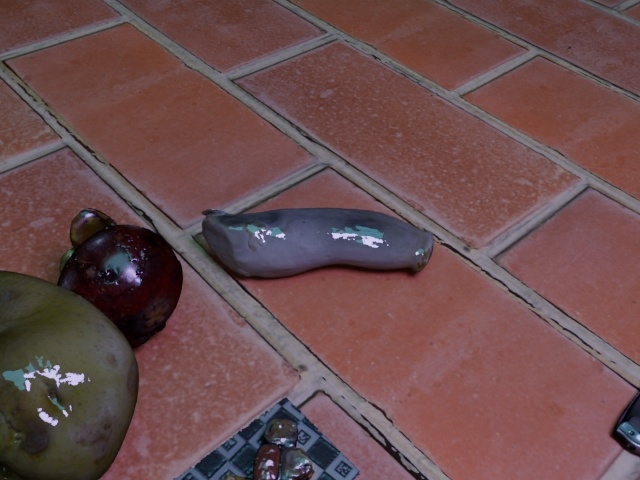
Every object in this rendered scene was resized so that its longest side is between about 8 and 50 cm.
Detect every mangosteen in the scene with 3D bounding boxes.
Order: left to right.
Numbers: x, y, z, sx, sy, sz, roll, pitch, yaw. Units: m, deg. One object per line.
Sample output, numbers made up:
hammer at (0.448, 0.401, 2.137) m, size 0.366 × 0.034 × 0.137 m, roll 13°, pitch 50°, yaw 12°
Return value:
mangosteen at (-0.268, 0.051, 0.873) m, size 0.166 × 0.166 × 0.180 m, roll -25°, pitch 50°, yaw -27°

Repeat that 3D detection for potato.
potato at (-0.347, 0.143, 0.731) m, size 0.351 × 0.218 × 0.203 m, roll 31°, pitch 19°, yaw 37°

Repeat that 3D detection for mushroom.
mushroom at (0.001, -0.002, 0.998) m, size 0.352 × 0.097 × 0.109 m, roll 0°, pitch 45°, yaw -9°

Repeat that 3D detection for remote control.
remote control at (0.453, 0.202, 0.881) m, size 0.059 × 0.028 × 0.212 m, roll 35°, pitch 51°, yaw 25°

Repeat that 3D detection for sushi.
sushi at (-0.070, 0.270, 0.759) m, size 0.201 × 0.031 × 0.139 m, roll -32°, pitch 56°, yaw -31°
